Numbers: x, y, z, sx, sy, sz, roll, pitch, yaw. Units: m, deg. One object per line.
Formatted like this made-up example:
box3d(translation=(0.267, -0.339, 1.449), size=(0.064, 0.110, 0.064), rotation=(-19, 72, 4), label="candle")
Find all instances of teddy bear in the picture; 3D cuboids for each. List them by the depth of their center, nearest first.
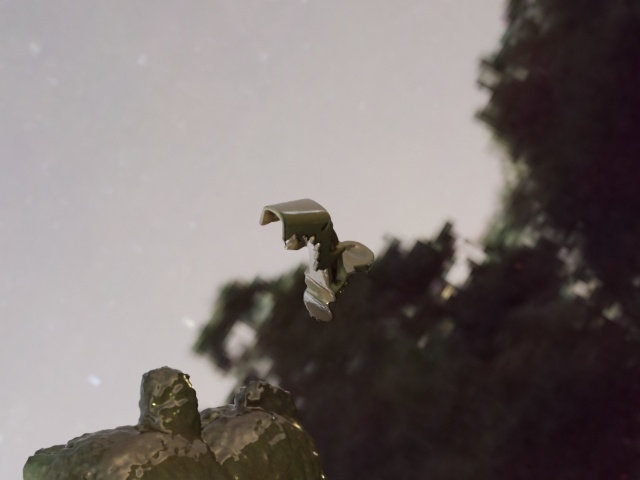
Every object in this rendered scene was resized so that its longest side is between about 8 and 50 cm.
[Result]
box3d(translation=(-0.117, 0.225, 1.438), size=(0.267, 0.151, 0.236), rotation=(-14, -81, -44), label="teddy bear")

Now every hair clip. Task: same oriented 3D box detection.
box3d(translation=(0.000, 0.000, 1.277), size=(0.072, 0.034, 0.226), rotation=(-51, -20, -10), label="hair clip")
